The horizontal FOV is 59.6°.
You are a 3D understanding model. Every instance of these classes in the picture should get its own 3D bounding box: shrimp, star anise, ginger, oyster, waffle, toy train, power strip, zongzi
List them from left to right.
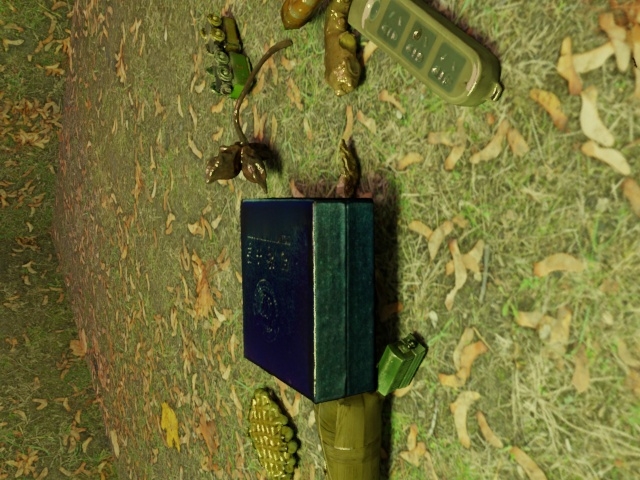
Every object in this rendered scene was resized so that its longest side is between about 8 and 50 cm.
[{"bbox_3d":[-0.193,-0.377,1.141,0.060,0.081,0.202,-42,54,48],"label":"toy train"},{"bbox_3d":[-0.124,-0.223,1.019,0.148,0.218,0.227,36,144,38],"label":"star anise"},{"bbox_3d":[-0.104,0.406,1.152,0.183,0.036,0.169,46,132,44],"label":"waffle"},{"bbox_3d":[-0.008,-0.384,0.877,0.051,0.132,0.187,49,167,-18],"label":"shrimp"},{"bbox_3d":[0.026,0.307,0.917,0.204,0.094,0.205,-160,66,-63],"label":"zongzi"},{"bbox_3d":[0.030,-0.306,0.856,0.069,0.051,0.173,-2,92,62],"label":"ginger"},{"bbox_3d":[0.042,-0.110,0.884,0.051,0.034,0.093,-121,29,-55],"label":"oyster"},{"bbox_3d":[0.110,0.178,0.801,0.038,0.056,0.093,47,133,36],"label":"toy train"},{"bbox_3d":[0.129,-0.262,0.730,0.286,0.048,0.080,54,135,34],"label":"power strip"}]

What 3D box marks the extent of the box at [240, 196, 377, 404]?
[{"bbox_3d":[-0.030,0.072,0.868,0.261,0.116,0.279,8,99,61],"label":"box"}]
